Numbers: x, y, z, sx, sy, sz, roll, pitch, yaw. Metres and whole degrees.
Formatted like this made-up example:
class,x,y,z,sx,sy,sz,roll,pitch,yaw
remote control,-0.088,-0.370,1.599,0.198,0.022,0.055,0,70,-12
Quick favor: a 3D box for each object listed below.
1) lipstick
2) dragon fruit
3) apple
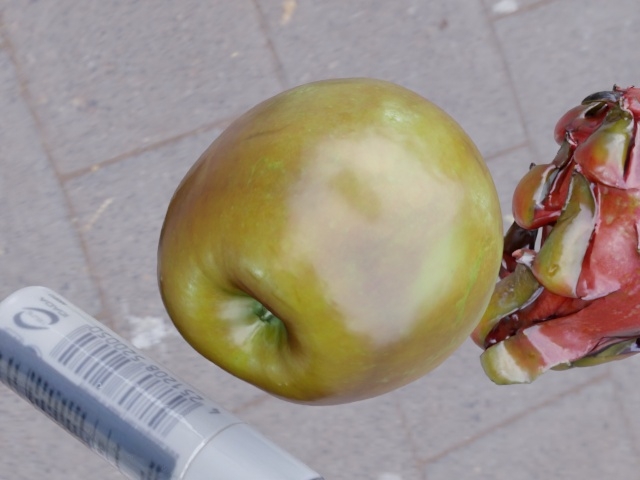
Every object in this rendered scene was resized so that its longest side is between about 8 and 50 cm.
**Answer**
class,x,y,z,sx,sy,sz,roll,pitch,yaw
lipstick,-0.060,0.062,0.586,0.040,0.141,0.040,-38,145,-33
dragon fruit,0.267,-0.012,1.460,0.307,0.227,0.243,-11,79,16
apple,0.000,0.000,0.549,0.102,0.114,0.099,-45,124,-49
